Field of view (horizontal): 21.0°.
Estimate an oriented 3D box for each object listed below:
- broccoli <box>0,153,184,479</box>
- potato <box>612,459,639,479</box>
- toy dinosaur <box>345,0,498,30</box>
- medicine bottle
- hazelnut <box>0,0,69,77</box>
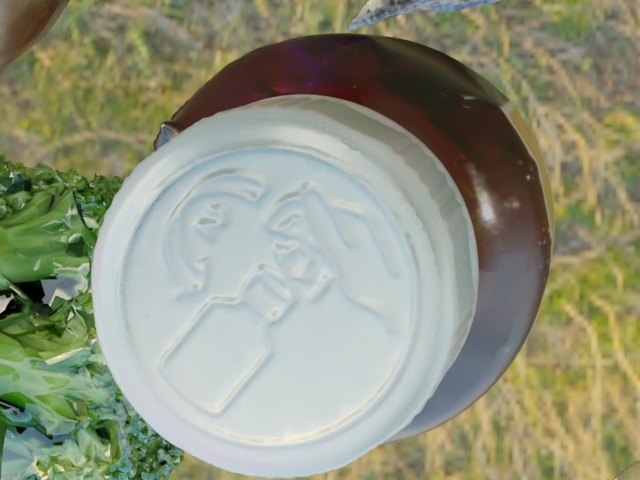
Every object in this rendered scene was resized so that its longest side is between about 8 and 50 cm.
[{"bbox_3d":[-0.263,0.085,1.257,0.321,0.413,0.310,-2,165,-15],"label":"broccoli"},{"bbox_3d":[0.164,0.148,0.898,0.036,0.093,0.037,22,154,41],"label":"potato"},{"bbox_3d":[0.142,-0.267,1.384,0.294,0.077,0.162,-15,119,18],"label":"toy dinosaur"},{"bbox_3d":[0.000,0.000,0.931,0.242,0.242,0.395,-4,-178,13],"label":"medicine bottle"},{"bbox_3d":[-0.149,-0.148,0.582,0.176,0.214,0.214,-13,137,18],"label":"hazelnut"}]
